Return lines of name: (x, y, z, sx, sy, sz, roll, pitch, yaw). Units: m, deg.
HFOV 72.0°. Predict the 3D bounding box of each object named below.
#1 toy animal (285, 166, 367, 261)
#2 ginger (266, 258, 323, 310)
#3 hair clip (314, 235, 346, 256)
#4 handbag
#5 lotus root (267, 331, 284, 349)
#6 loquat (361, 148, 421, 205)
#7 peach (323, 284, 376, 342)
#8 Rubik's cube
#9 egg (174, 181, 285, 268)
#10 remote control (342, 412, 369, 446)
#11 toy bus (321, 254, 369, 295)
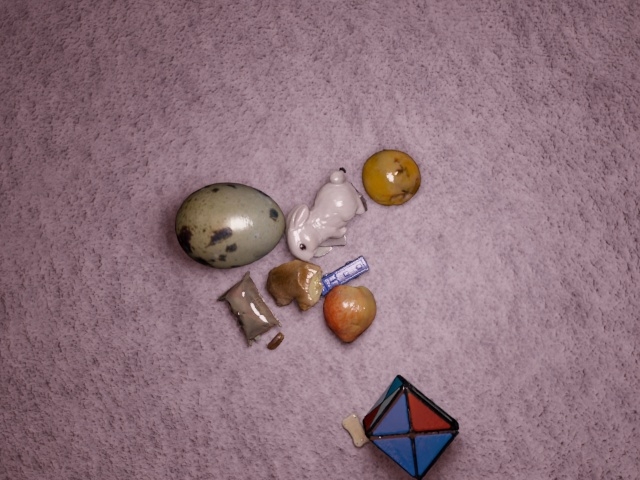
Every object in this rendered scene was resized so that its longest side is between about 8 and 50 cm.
toy animal: (-0.001, -0.092, 1.742, 0.357, 0.194, 0.257, -39, 116, -17)
ginger: (-0.100, 0.185, 1.755, 0.276, 0.130, 0.221, -43, 66, 34)
hair clip: (0.000, 0.000, 1.853, 0.220, 0.054, 0.140, -1, 86, 7)
handbag: (-0.297, 0.284, 1.805, 0.182, 0.117, 0.270, -35, 81, 7)
lotus root: (-0.184, 0.418, 1.814, 0.037, 0.030, 0.083, 43, 88, 8)
loquat: (0.282, -0.260, 1.785, 0.244, 0.244, 0.243, -1, 82, 5)
peach: (0.116, 0.286, 1.719, 0.233, 0.232, 0.232, -1, 82, 5)
Rubik's cube: (0.325, 0.677, 1.627, 0.246, 0.250, 0.248, 39, 84, 9)
egg: (-0.354, -0.062, 1.743, 0.428, 0.345, 0.345, -9, 81, 0)
remote control: (0.141, 0.747, 1.739, 0.074, 0.032, 0.122, -33, 81, -1)
toy bus: (0.086, 0.142, 1.800, 0.236, 0.094, 0.079, -30, 80, 0)
